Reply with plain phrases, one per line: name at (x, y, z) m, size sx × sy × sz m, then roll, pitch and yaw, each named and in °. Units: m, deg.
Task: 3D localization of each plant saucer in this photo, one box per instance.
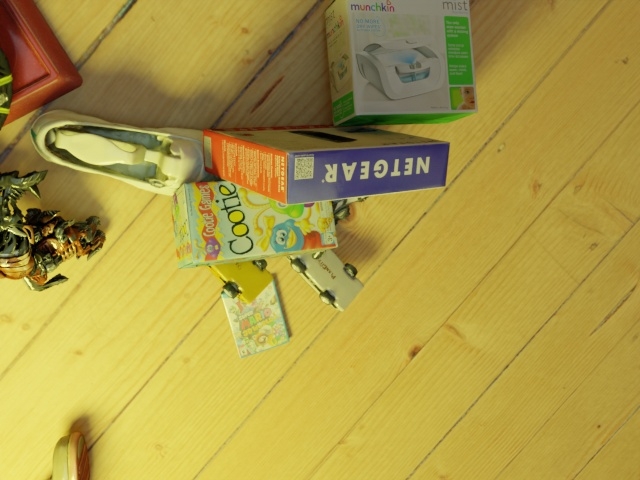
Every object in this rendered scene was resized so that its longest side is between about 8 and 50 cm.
plant saucer at (-0.590, -0.321, 0.994) m, size 0.259 × 0.048 × 0.258 m, roll -30°, pitch 113°, yaw -6°

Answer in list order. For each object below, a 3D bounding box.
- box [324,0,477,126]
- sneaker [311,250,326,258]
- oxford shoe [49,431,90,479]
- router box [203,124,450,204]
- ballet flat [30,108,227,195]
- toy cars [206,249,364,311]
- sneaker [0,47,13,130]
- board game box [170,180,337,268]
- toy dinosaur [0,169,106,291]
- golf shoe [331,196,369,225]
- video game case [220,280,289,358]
box at (0.154, -0.347, 1.143) m, size 0.262 × 0.127 × 0.231 m, roll -5°, pitch 92°, yaw -19°
sneaker at (0.000, 0.000, 1.236) m, size 0.035 × 0.031 × 0.083 m, roll 26°, pitch 82°, yaw 19°
oxford shoe at (-0.578, 0.586, 1.243) m, size 0.146 × 0.140 × 0.397 m, roll 10°, pitch 102°, yaw -13°
router box at (0.006, -0.149, 1.053) m, size 0.335 × 0.301 × 0.082 m, roll -9°, pitch 110°, yaw -34°
ballet flat at (-0.322, -0.151, 1.087) m, size 0.400 × 0.139 × 0.139 m, roll 9°, pitch 104°, yaw -20°
toy cars at (-0.097, 0.053, 1.246) m, size 0.393 × 0.087 × 0.176 m, roll 7°, pitch 79°, yaw -23°
sneaker at (-0.579, -0.297, 0.882) m, size 0.147 × 0.145 × 0.385 m, roll 22°, pitch 126°, yaw 11°
board game box at (-0.128, -0.035, 1.117) m, size 0.275 × 0.144 × 0.142 m, roll -6°, pitch 86°, yaw -25°
toy dinosaur at (-0.528, -0.007, 1.017) m, size 0.164 × 0.322 × 0.218 m, roll 0°, pitch 104°, yaw 19°
golf shoe at (0.057, -0.118, 1.247) m, size 0.198 × 0.077 × 0.094 m, roll -44°, pitch 114°, yaw -1°
video game case at (-0.143, 0.172, 1.310) m, size 0.119 × 0.015 × 0.166 m, roll -17°, pitch 111°, yaw -11°
